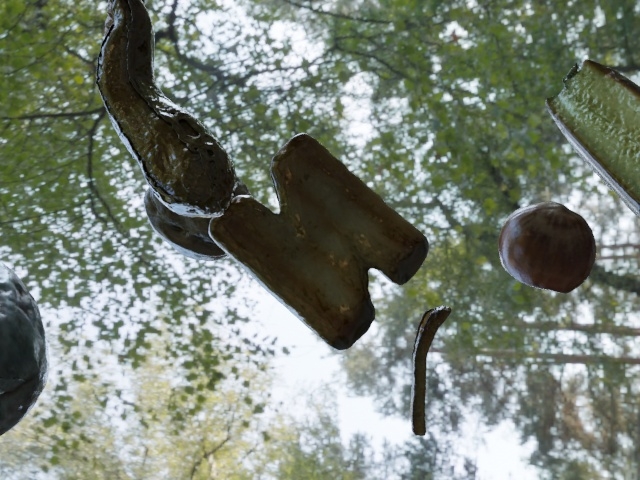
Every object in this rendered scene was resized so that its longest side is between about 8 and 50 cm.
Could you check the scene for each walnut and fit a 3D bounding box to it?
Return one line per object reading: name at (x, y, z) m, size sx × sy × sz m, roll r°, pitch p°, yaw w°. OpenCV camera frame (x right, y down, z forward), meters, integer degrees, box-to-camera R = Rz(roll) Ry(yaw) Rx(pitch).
walnut at (-0.231, -0.059, 1.420) m, size 0.224 × 0.224 × 0.224 m, roll 7°, pitch -99°, yaw -48°

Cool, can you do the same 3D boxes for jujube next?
jujube at (-0.519, 0.132, 0.988) m, size 0.246 × 0.308 × 0.215 m, roll 0°, pitch -54°, yaw -40°

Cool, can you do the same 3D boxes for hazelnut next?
hazelnut at (0.204, 0.004, 0.653) m, size 0.086 × 0.086 × 0.086 m, roll 7°, pitch -99°, yaw -48°

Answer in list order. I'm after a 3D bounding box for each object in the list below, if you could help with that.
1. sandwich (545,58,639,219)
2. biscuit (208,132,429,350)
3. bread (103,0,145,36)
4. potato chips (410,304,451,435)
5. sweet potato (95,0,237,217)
sandwich at (0.415, -0.131, 0.958) m, size 0.128 × 0.122 × 0.235 m, roll 29°, pitch -155°, yaw -47°
biscuit at (0.000, 0.000, 1.114) m, size 0.291 × 0.062 × 0.237 m, roll 41°, pitch -106°, yaw 0°
bread at (-0.269, -0.336, 1.000) m, size 0.052 × 0.157 × 0.044 m, roll 24°, pitch -135°, yaw -1°
potato chips at (0.128, 0.165, 0.892) m, size 0.026 × 0.037 × 0.204 m, roll -72°, pitch -12°, yaw -62°
sweet potato at (-0.144, -0.111, 0.635) m, size 0.233 × 0.081 × 0.062 m, roll 60°, pitch -169°, yaw 17°
